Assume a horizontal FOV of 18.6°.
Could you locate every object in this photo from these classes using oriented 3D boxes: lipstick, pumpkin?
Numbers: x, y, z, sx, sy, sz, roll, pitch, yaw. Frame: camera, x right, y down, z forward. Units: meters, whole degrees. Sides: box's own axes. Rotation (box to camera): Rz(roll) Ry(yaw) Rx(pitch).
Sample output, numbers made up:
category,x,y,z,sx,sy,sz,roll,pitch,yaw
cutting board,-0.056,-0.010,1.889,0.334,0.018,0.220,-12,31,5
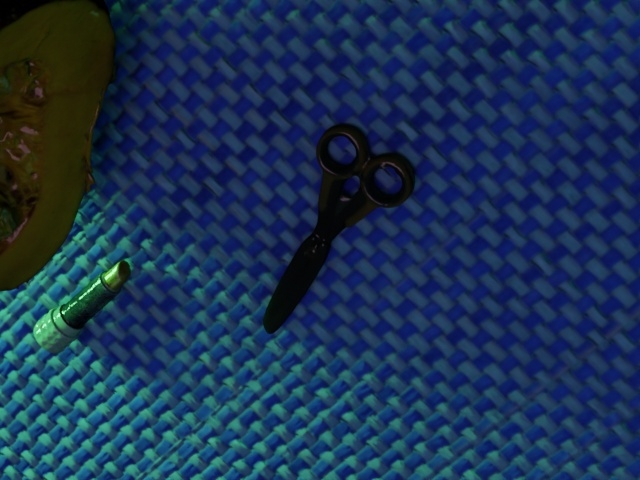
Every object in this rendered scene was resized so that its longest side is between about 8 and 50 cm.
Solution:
category,x,y,z,sx,sy,sz,roll,pitch,yaw
lipstick,-0.209,0.057,1.755,0.116,0.037,0.037,-39,99,28
pumpkin,-0.296,-0.134,1.605,0.232,0.242,0.325,45,135,28

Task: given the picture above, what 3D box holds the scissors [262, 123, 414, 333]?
category,x,y,z,sx,sy,sz,roll,pitch,yaw
scissors,0.000,0.000,1.653,0.088,0.017,0.220,32,124,1
